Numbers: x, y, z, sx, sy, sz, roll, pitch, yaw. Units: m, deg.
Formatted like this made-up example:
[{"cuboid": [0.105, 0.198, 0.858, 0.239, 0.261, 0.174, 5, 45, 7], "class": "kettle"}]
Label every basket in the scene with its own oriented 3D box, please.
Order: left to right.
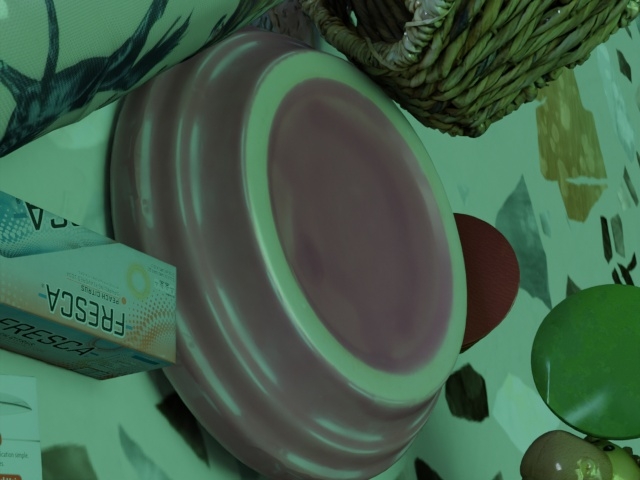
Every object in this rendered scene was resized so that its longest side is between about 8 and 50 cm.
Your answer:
[{"cuboid": [0.057, -0.250, 1.092, 0.223, 0.213, 0.299, 42, 17, -50], "class": "basket"}]

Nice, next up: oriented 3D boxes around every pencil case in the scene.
[{"cuboid": [-0.154, -0.152, 0.780, 0.183, 0.160, 0.410, 41, 33, 4], "class": "pencil case"}]

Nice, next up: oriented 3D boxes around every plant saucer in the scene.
[{"cuboid": [0.000, 0.000, 1.018, 0.332, 0.084, 0.332, 31, 50, -44], "class": "plant saucer"}]

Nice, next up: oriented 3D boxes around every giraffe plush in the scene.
[{"cuboid": [0.182, 0.219, 1.112, 0.170, 0.181, 0.210, -53, 143, -4], "class": "giraffe plush"}]

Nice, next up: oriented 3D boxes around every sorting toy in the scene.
[{"cuboid": [0.211, 0.107, 1.176, 0.127, 0.365, 0.126, -57, 156, -20], "class": "sorting toy"}]

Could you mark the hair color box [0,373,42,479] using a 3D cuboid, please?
[{"cuboid": [-0.179, 0.147, 0.706, 0.093, 0.053, 0.167, 16, 65, -55], "class": "hair color box"}]

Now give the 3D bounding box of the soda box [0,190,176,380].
[{"cuboid": [-0.154, 0.024, 0.801, 0.183, 0.058, 0.063, 28, 54, -53], "class": "soda box"}]
